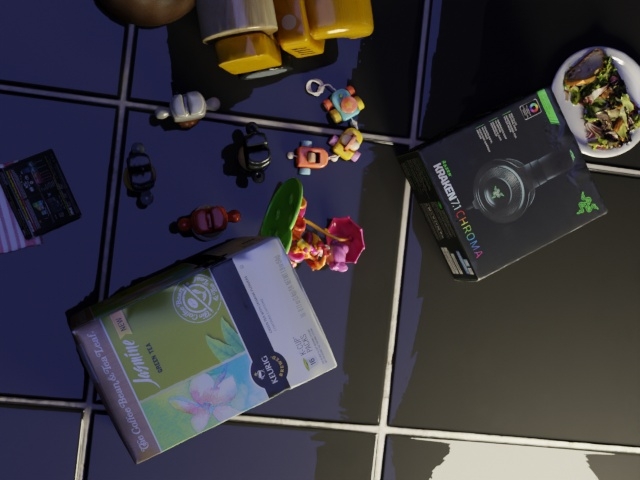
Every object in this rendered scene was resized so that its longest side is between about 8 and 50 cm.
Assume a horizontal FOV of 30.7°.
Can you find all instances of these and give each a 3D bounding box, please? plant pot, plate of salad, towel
[{"bbox_3d":[-0.264,-0.464,1.824,0.215,0.230,0.215,0,89,-13],"label":"plant pot"},{"bbox_3d":[0.506,-0.249,2.081,0.200,0.048,0.199,0,89,-13],"label":"plate of salad"},{"bbox_3d":[-0.555,-0.039,1.860,0.197,0.029,0.144,-15,93,-15],"label":"towel"}]

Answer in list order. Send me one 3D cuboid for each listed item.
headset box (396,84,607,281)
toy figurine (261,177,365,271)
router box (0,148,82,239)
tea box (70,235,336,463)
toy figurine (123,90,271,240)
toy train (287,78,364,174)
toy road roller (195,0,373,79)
[{"bbox_3d":[0.317,-0.100,1.995,0.283,0.131,0.246,-26,95,-12],"label":"headset box"},{"bbox_3d":[0.000,0.000,1.927,0.159,0.130,0.173,23,44,-22],"label":"toy figurine"},{"bbox_3d":[-0.449,-0.073,1.859,0.092,0.038,0.122,-27,97,-33],"label":"router box"},{"bbox_3d":[-0.192,0.153,1.779,0.323,0.329,0.220,-26,95,-12],"label":"tea box"},{"bbox_3d":[-0.197,-0.123,1.884,0.209,0.148,0.213,32,85,-4],"label":"toy figurine"},{"bbox_3d":[0.015,-0.190,1.974,0.125,0.046,0.166,8,88,-12],"label":"toy train"},{"bbox_3d":[-0.051,-0.380,1.824,0.241,0.329,0.202,-10,91,10],"label":"toy road roller"}]
